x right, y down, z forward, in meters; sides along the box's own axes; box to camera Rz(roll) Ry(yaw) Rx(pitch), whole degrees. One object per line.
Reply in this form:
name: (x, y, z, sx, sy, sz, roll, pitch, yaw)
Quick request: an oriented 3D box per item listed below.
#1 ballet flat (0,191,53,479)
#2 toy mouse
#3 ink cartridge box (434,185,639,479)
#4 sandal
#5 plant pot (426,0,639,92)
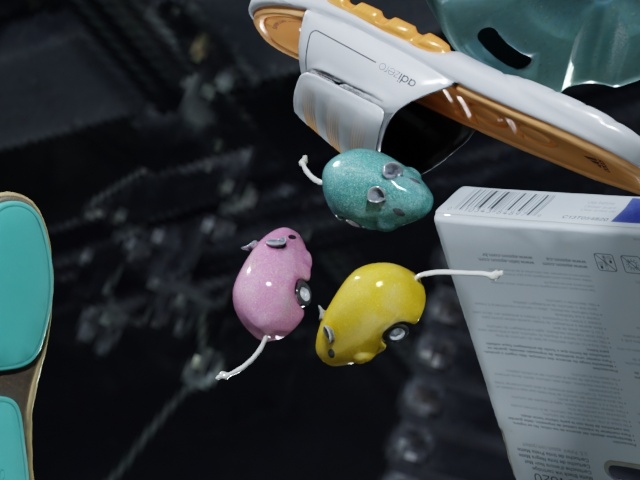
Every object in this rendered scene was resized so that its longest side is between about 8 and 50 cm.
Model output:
ballet flat: (-0.215, 0.085, 1.140, 0.080, 0.232, 0.073, 4, 0, -33)
toy mouse: (0.000, 0.000, 0.910, 0.161, 0.143, 0.031, -34, -44, 21)
ink cartridge box: (0.198, 0.074, 1.162, 0.223, 0.045, 0.224, 5, -55, 38)
sandal: (0.057, -0.063, 0.990, 0.265, 0.076, 0.102, 25, -8, 27)
plant pot: (0.161, -0.305, 1.301, 0.341, 0.334, 0.341, -11, -38, -9)
